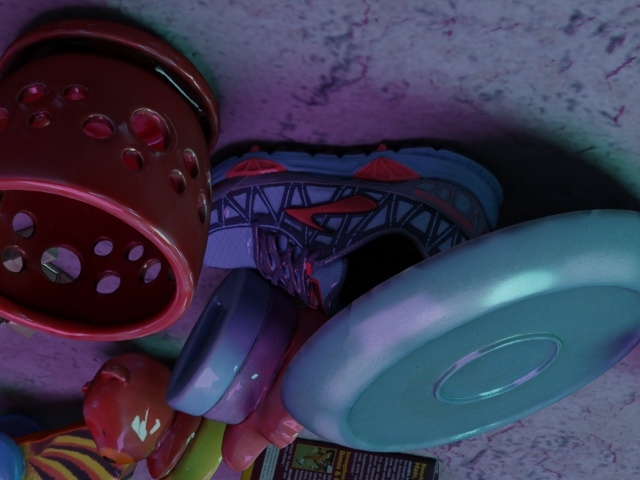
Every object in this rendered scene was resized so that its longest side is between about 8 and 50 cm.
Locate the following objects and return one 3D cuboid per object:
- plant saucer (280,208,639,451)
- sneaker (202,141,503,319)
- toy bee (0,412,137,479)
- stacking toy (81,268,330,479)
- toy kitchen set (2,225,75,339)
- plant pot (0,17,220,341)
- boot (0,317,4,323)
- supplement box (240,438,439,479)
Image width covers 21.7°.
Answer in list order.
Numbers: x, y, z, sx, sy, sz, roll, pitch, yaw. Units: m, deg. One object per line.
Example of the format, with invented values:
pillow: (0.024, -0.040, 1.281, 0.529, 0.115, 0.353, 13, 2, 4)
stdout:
plant saucer: (0.126, 0.081, 1.242, 0.317, 0.044, 0.318, -17, 153, -9)
sneaker: (0.000, 0.000, 1.236, 0.261, 0.125, 0.104, -6, 140, 26)
toy bee: (-0.316, 0.256, 1.677, 0.298, 0.162, 0.195, -2, -172, 34)
stacking toy: (-0.130, 0.173, 1.404, 0.130, 0.280, 0.309, 29, 142, -13)
toy kitchen set: (-0.231, 0.039, 1.421, 0.075, 0.068, 0.083, -20, 134, 39)
plant pot: (-0.163, -0.048, 1.180, 0.191, 0.174, 0.191, 10, 145, 7)
boot: (-0.325, 0.040, 1.476, 0.084, 0.059, 0.158, 35, 162, 17)
supplement box: (0.015, 0.262, 1.620, 0.188, 0.104, 0.081, 8, 146, 8)
